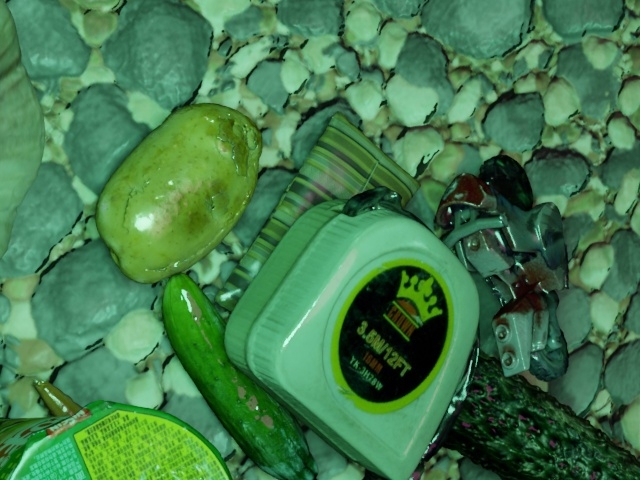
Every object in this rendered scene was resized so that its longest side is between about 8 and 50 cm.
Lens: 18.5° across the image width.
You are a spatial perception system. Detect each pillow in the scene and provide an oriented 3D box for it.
[{"bbox_3d":[0.000,0.000,1.704,0.113,0.038,0.203,39,74,-27],"label":"pillow"}]

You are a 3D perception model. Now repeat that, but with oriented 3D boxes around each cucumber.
[{"bbox_3d":[0.228,0.209,1.821,0.359,0.096,0.096,34,76,-27],"label":"cucumber"},{"bbox_3d":[-0.067,0.132,1.663,0.056,0.056,0.250,-42,110,-22],"label":"cucumber"}]

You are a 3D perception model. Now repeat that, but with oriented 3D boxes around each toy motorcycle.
[{"bbox_3d":[0.167,0.022,1.759,0.122,0.082,0.213,0,71,-43],"label":"toy motorcycle"}]

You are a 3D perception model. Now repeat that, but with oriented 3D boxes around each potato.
[{"bbox_3d":[-0.112,-0.042,1.613,0.170,0.080,0.107,-44,101,-20],"label":"potato"}]

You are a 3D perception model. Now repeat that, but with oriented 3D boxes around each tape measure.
[{"bbox_3d":[0.044,0.078,1.659,0.235,0.115,0.207,44,73,-38],"label":"tape measure"}]

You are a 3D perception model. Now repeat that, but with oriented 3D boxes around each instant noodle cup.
[{"bbox_3d":[-0.199,0.211,1.483,0.207,0.232,0.207,-1,92,-30],"label":"instant noodle cup"}]

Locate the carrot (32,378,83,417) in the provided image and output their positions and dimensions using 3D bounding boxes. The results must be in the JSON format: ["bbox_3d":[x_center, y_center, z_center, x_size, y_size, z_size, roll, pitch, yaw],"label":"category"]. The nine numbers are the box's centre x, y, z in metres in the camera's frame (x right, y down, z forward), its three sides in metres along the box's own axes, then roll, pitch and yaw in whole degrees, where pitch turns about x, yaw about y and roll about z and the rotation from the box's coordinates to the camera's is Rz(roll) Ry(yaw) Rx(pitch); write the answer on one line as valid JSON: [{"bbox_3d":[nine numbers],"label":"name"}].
[{"bbox_3d":[-0.163,0.190,1.618,0.216,0.048,0.048,48,69,-19],"label":"carrot"}]

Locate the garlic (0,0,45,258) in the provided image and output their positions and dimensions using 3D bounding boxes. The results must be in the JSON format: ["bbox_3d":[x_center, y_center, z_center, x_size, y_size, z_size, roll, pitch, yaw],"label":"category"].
[{"bbox_3d":[-0.346,-0.079,1.399,0.322,0.241,0.322,16,68,-45],"label":"garlic"}]
